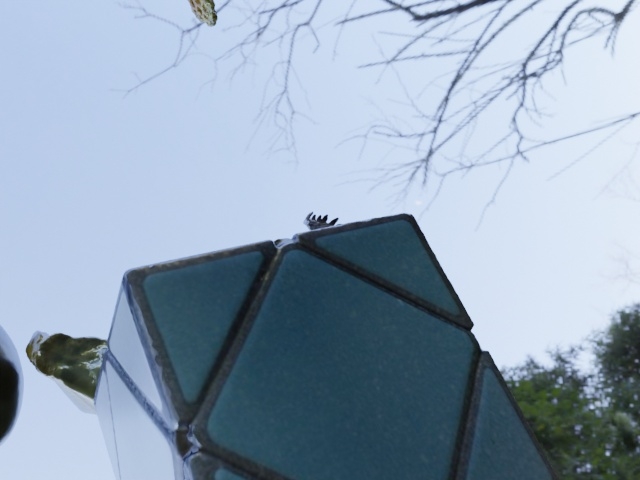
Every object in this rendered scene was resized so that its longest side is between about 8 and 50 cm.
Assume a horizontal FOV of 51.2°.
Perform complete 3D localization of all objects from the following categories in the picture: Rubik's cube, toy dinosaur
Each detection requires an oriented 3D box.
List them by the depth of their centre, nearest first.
[{"bbox_3d":[-0.016,0.131,0.439,0.205,0.207,0.205,-11,-117,-31],"label":"Rubik's cube"},{"bbox_3d":[-0.001,-0.002,0.976,0.039,0.082,0.209,60,179,19],"label":"toy dinosaur"}]

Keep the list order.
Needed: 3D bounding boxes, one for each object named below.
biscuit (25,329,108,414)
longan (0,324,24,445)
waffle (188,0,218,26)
[{"bbox_3d":[-0.137,0.157,0.739,0.329,0.335,0.078,57,-143,-73],"label":"biscuit"},{"bbox_3d":[-0.418,0.142,0.682,0.196,0.220,0.197,14,-90,-74],"label":"longan"},{"bbox_3d":[-0.122,-0.241,0.629,0.016,0.078,0.085,-36,-75,-10],"label":"waffle"}]
